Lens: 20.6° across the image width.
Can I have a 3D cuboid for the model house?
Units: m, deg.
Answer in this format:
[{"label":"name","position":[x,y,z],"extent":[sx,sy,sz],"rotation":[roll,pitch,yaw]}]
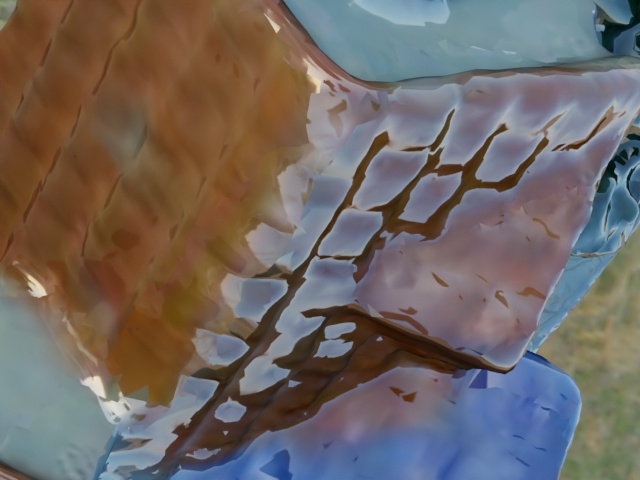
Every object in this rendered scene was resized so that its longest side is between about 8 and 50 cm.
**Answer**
[{"label":"model house","position":[0.000,0.000,0.520],"extent":[0.295,0.252,0.329],"rotation":[-56,-171,36]}]
